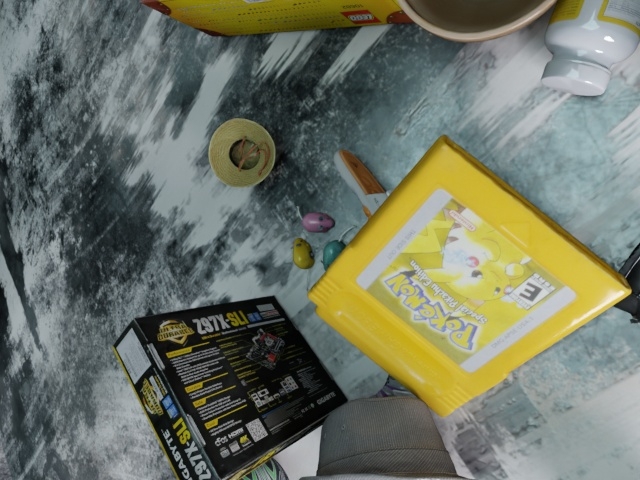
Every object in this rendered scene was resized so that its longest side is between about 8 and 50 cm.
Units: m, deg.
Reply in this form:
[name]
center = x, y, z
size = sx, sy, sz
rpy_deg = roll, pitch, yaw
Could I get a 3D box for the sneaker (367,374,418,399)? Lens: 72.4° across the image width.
[sneaker]
center = 0.115, 0.237, 0.728
size = 0.098, 0.038, 0.069
rpy_deg = -20, 78, 23

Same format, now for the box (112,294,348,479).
[box]
center = -0.127, 0.224, 0.718
size = 0.257, 0.322, 0.079
rpy_deg = 49, 114, 22

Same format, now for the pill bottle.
[pill bottle]
center = 0.337, -0.277, 0.525
size = 0.103, 0.103, 0.184
rpy_deg = 24, 104, 31

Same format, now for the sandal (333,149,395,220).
[sandal]
center = 0.112, -0.066, 0.683
size = 0.076, 0.102, 0.265
rpy_deg = -46, 65, 29

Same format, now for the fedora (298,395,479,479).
[fedora]
center = 0.093, 0.312, 0.657
size = 0.275, 0.244, 0.124
rpy_deg = -49, 34, 45

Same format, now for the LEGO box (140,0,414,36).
[LEGO box]
center = -0.060, -0.574, 0.732
size = 0.501, 0.193, 0.372
rpy_deg = 15, 99, 33

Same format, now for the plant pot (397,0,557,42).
[plant pot]
center = 0.209, -0.372, 0.551
size = 0.238, 0.110, 0.237
rpy_deg = 7, 106, 25

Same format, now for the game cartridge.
[game cartridge]
center = 0.167, 0.071, 0.595
size = 0.285, 0.052, 0.323
rpy_deg = 39, 121, 2

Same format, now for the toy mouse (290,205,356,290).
[toy mouse]
center = 0.000, 0.000, 0.802
size = 0.143, 0.031, 0.160
rpy_deg = -21, 79, 33

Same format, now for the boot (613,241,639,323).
[boot]
center = 0.409, 0.056, 0.518
size = 0.099, 0.045, 0.121
rpy_deg = 36, 117, 31

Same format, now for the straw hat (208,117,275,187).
[straw hat]
center = -0.146, -0.171, 0.880
size = 0.145, 0.061, 0.144
rpy_deg = 2, 98, 18

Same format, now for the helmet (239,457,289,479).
[helmet]
center = -0.130, 0.489, 0.823
size = 0.162, 0.170, 0.169
rpy_deg = -20, 79, 50
